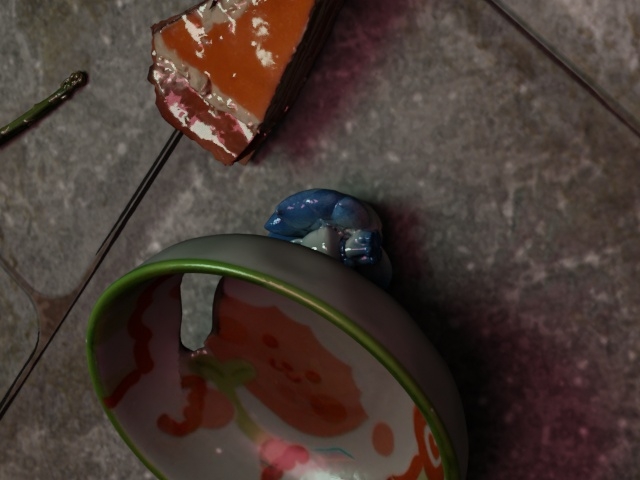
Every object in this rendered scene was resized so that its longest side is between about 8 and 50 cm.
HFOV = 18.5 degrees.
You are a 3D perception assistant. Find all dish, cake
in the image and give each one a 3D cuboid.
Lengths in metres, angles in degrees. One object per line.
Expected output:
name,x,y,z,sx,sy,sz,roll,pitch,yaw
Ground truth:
dish,-0.017,0.105,1.563,0.324,0.124,0.324,18,137,18
cake,-0.039,-0.190,1.570,0.135,0.098,0.287,47,119,16

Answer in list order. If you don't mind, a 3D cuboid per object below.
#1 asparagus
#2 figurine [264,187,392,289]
asparagus,-0.255,-0.115,1.761,0.127,0.018,0.015,-32,41,28
figurine,0.000,0.000,1.587,0.114,0.114,0.079,-11,48,32
